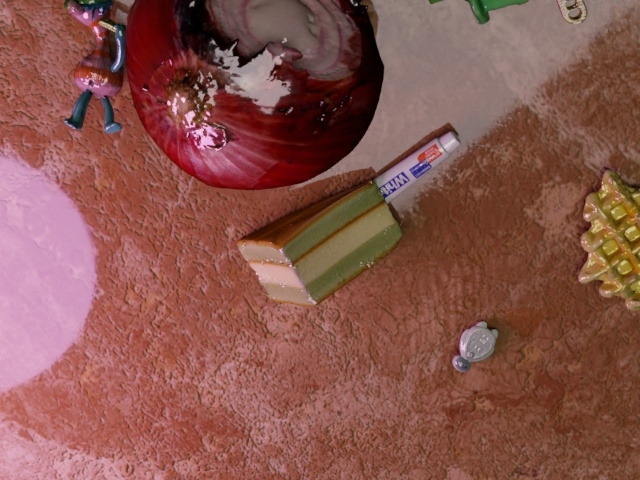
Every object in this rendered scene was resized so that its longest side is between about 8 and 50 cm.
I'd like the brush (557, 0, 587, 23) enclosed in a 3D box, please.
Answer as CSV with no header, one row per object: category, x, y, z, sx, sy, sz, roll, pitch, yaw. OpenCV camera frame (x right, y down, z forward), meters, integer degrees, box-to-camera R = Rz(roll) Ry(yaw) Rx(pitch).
brush,0.307,-0.388,1.728,0.083,0.010,0.218,-22,109,9

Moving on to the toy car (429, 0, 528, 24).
toy car,0.196,-0.447,1.623,0.213,0.176,0.358,-14,103,27

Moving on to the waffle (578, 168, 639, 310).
waffle,0.500,-0.010,1.847,0.261,0.056,0.250,11,112,-5

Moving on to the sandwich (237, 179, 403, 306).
sandwich,0.000,0.000,1.872,0.187,0.144,0.117,-36,110,-18

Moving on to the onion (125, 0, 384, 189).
onion,-0.095,-0.214,1.649,0.341,0.341,0.341,0,111,1

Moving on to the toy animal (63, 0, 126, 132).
toy animal,-0.301,-0.250,1.748,0.103,0.100,0.208,12,102,38

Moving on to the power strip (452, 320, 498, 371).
power strip,0.229,0.159,1.935,0.055,0.035,0.083,36,95,-12

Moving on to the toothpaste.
toothpaste,0.107,-0.084,1.842,0.218,0.033,0.052,-36,102,18
